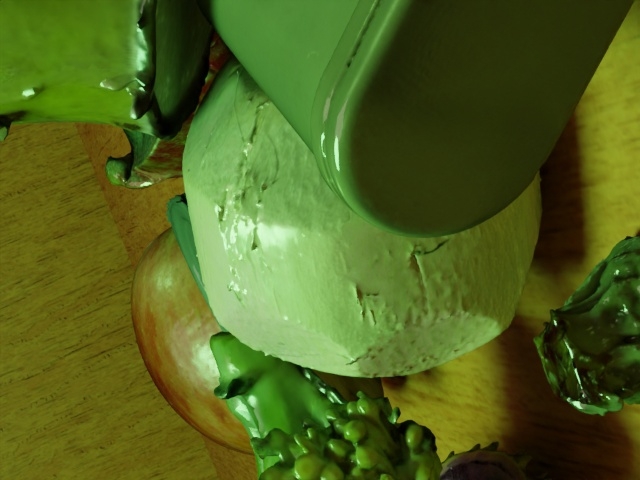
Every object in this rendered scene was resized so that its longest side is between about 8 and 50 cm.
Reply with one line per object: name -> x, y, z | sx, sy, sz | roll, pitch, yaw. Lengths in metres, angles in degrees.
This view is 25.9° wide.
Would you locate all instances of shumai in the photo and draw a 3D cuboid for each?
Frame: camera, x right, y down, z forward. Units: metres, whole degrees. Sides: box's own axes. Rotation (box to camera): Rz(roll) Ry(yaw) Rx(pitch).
shumai -> 0.166, 0.062, 0.783 | 0.099, 0.087, 0.124 | 54, 161, 35

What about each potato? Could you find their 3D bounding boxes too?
potato -> -0.199, -0.250, 0.858 | 0.290, 0.295, 0.397 | 93, -175, -68

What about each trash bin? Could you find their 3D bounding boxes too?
trash bin -> 0.042, -0.157, 0.698 | 0.243, 0.121, 0.247 | -64, 33, 17

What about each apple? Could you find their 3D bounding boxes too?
apple -> -0.074, 0.103, 1.293 | 0.251, 0.163, 0.293 | 61, -166, 12

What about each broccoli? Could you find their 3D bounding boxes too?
broccoli -> -0.026, 0.199, 0.940 | 0.273, 0.180, 0.242 | 47, 151, 3

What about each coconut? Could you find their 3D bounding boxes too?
coconut -> 0.026, -0.019, 0.891 | 0.227, 0.227, 0.230 | 47, 150, 51

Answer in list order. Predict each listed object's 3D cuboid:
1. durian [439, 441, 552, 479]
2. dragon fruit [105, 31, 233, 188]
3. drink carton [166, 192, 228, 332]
durian -> 0.122, 0.269, 1.113 | 0.260, 0.154, 0.186 | -13, 129, 40
dragon fruit -> -0.098, -0.167, 1.124 | 0.295, 0.130, 0.268 | -130, 50, -80
drink carton -> 0.000, 0.000, 1.082 | 0.185, 0.189, 0.191 | 63, 166, -6
